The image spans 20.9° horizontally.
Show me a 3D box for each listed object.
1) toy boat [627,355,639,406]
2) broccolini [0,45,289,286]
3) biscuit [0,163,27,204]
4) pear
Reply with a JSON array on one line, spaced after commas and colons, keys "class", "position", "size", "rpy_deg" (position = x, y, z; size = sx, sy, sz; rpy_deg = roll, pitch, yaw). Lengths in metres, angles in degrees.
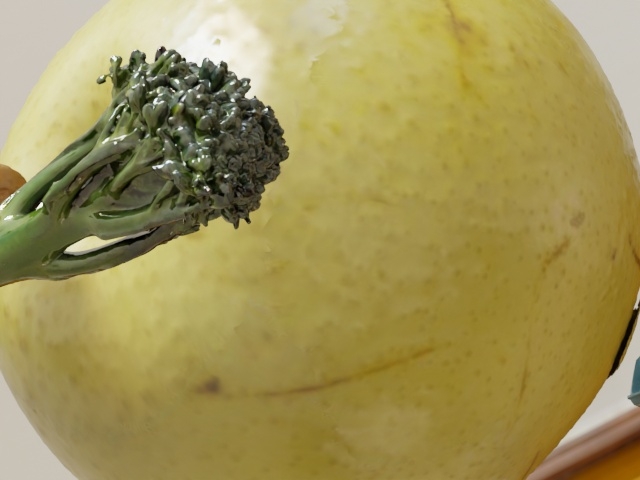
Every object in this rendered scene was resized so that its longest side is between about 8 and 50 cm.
[{"class": "toy boat", "position": [0.382, 0.138, 1.509], "size": [0.093, 0.246, 0.103], "rpy_deg": [-32, 52, 54]}, {"class": "broccolini", "position": [-0.115, -0.004, 0.577], "size": [0.058, 0.216, 0.067], "rpy_deg": [56, -156, -36]}, {"class": "biscuit", "position": [-0.245, -0.047, 0.730], "size": [0.250, 0.165, 0.036], "rpy_deg": [44, -134, -58]}, {"class": "pear", "position": [0.000, 0.000, 0.916], "size": [0.348, 0.348, 0.348], "rpy_deg": [63, -179, -2]}]
